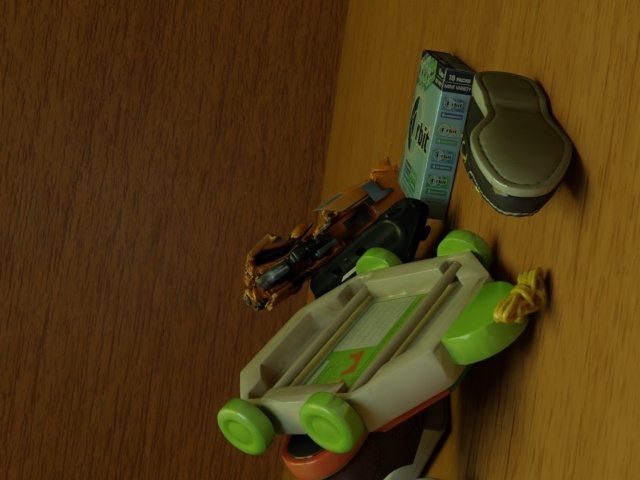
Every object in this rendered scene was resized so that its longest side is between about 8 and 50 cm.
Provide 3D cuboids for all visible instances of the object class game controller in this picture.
[{"bbox_3d":[0.046,0.061,1.229,0.319,0.067,0.166,135,151,-64],"label":"game controller"}]

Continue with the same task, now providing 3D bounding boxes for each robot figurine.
[{"bbox_3d":[0.000,0.000,1.427,0.085,0.291,0.211,53,163,9],"label":"robot figurine"}]

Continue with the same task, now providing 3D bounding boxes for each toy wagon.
[{"bbox_3d":[0.066,0.092,0.895,0.344,0.068,0.267,-13,25,47],"label":"toy wagon"}]

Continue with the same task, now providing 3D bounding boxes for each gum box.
[{"bbox_3d":[0.144,-0.137,1.225,0.157,0.041,0.184,-102,19,-71],"label":"gum box"}]

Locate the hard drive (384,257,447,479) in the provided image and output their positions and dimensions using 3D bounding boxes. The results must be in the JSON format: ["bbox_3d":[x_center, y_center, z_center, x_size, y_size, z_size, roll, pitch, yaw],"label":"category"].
[{"bbox_3d":[0.092,0.220,1.226,0.353,0.047,0.233,104,172,-50],"label":"hard drive"}]

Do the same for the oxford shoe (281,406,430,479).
[{"bbox_3d":[0.067,0.168,0.985,0.271,0.097,0.098,-42,-65,-35],"label":"oxford shoe"}]

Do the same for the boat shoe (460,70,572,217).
[{"bbox_3d":[0.160,-0.073,0.817,0.227,0.081,0.068,-78,-4,-59],"label":"boat shoe"}]

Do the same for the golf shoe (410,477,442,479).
[{"bbox_3d":[0.080,0.289,0.988,0.273,0.105,0.120,105,176,-51],"label":"golf shoe"}]
